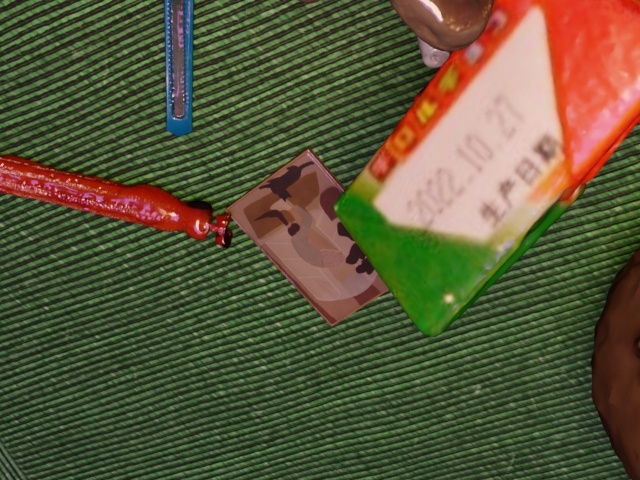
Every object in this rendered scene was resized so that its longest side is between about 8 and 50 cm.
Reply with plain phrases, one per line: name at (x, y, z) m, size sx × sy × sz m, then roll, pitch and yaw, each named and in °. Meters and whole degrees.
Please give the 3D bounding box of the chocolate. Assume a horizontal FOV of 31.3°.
chocolate at (0.203, -0.123, 1.077) m, size 0.161 × 0.360 × 0.341 m, roll 41°, pitch 119°, yaw 6°

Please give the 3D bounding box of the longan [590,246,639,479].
longan at (0.468, 0.125, 1.127) m, size 0.391 × 0.391 × 0.391 m, roll 5°, pitch 119°, yaw 9°

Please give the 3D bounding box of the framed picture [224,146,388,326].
framed picture at (0.000, 0.000, 1.367) m, size 0.136 × 0.010 × 0.201 m, roll -34°, pitch 106°, yaw 25°

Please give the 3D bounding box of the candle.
candle at (-0.264, -0.054, 1.370) m, size 0.329 × 0.048 × 0.051 m, roll 14°, pitch 79°, yaw 4°

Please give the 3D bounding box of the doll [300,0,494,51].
doll at (0.079, -0.343, 0.859) m, size 0.252 × 0.378 × 0.382 m, roll 21°, pitch 101°, yaw -37°

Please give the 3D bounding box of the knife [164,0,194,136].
knife at (-0.152, -0.250, 1.253) m, size 0.044 × 0.026 × 0.296 m, roll 2°, pitch 118°, yaw -3°

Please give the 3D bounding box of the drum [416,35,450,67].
drum at (0.085, -0.256, 1.085) m, size 0.049 × 0.253 × 0.130 m, roll 25°, pitch 151°, yaw -31°
